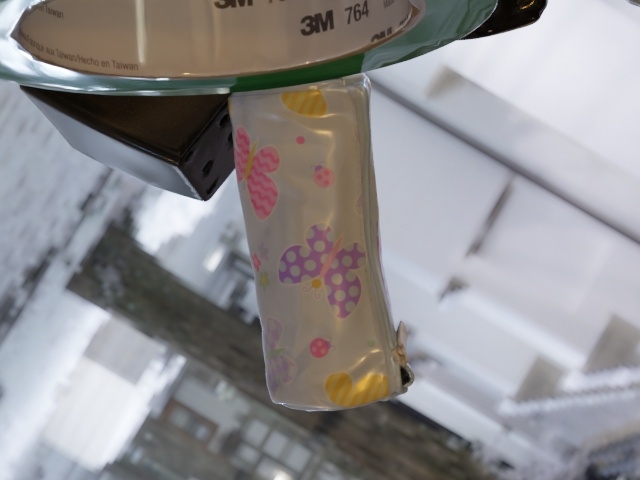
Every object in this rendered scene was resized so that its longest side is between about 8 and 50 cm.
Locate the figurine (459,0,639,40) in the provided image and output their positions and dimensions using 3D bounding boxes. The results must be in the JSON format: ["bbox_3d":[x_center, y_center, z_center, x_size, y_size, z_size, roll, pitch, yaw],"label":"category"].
[{"bbox_3d":[0.156,-0.248,1.111,0.092,0.215,0.209,-81,162,-72],"label":"figurine"}]

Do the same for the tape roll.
[{"bbox_3d":[-0.061,-0.156,0.996,0.321,0.321,0.077,119,-34,-79],"label":"tape roll"}]

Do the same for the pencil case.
[{"bbox_3d":[0.000,0.000,1.386,0.113,0.273,0.124,-14,-172,-40],"label":"pencil case"}]

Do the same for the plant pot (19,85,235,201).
[{"bbox_3d":[-0.147,-0.145,1.685,0.188,0.167,0.187,-51,162,-7],"label":"plant pot"}]
